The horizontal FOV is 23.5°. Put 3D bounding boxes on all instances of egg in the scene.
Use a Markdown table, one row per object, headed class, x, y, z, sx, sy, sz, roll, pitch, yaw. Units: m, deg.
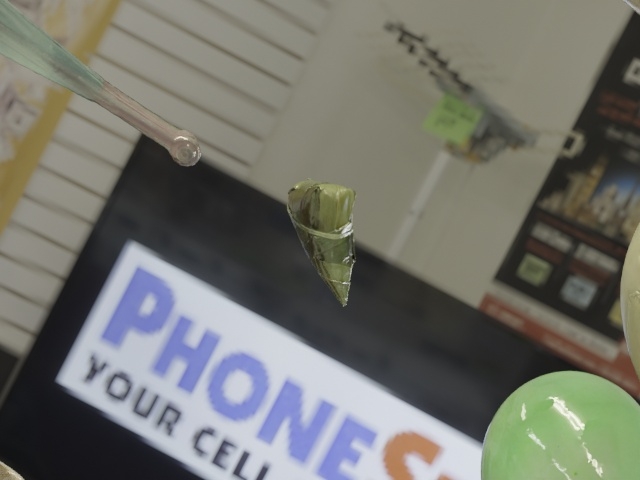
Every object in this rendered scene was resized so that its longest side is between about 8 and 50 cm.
| class | x | y | z | sx | sy | sz | roll | pitch | yaw |
| --- | --- | --- | --- | --- | --- | --- | --- | --- | --- |
| egg | 0.302 | 0.287 | 1.846 | 0.220 | 0.269 | 0.220 | 3 | -37 | 2 |

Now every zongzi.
| class | x | y | z | sx | sy | sz | roll | pitch | yaw |
| --- | --- | --- | --- | --- | --- | --- | --- | --- | --- |
| zongzi | 0.000 | 0.000 | 1.523 | 0.055 | 0.119 | 0.109 | -7 | 8 | -18 |

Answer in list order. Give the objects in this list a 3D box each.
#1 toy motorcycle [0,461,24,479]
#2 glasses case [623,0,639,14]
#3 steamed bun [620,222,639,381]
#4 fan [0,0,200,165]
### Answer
| class | x | y | z | sx | sy | sz | roll | pitch | yaw |
| --- | --- | --- | --- | --- | --- | --- | --- | --- | --- |
| toy motorcycle | -0.353 | 0.234 | 1.339 | 0.341 | 0.108 | 0.223 | 25 | 22 | -45 |
| glasses case | 0.313 | -0.236 | 1.413 | 0.081 | 0.051 | 0.204 | 12 | -9 | 40 |
| steamed bun | 0.382 | 0.078 | 1.280 | 0.312 | 0.233 | 0.334 | 53 | -28 | 6 |
| fan | -0.196 | -0.136 | 1.056 | 0.282 | 0.057 | 0.023 | 31 | 4 | -21 |
